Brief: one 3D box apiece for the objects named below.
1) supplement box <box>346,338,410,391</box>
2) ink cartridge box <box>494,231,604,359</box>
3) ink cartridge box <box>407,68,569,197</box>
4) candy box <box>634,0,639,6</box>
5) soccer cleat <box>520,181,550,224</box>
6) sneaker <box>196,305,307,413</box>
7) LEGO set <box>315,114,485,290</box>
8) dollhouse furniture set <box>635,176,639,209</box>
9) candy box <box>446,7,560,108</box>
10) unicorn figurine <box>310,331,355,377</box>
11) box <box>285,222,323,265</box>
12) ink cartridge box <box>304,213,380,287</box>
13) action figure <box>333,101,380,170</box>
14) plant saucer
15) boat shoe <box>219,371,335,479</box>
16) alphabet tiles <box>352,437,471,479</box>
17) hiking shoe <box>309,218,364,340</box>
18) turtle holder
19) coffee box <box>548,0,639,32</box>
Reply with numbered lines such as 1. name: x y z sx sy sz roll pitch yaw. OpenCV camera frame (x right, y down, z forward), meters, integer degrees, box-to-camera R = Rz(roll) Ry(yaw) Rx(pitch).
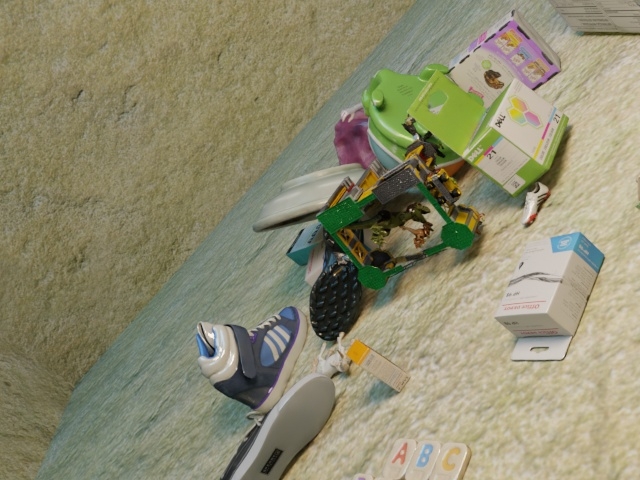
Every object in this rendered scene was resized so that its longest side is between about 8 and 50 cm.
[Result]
1. supplement box: 0.100 0.217 1.181 0.036 0.098 0.062 -55 19 -4
2. ink cartridge box: 0.323 0.081 0.976 0.104 0.060 0.180 -18 36 59
3. ink cartridge box: 0.311 -0.229 1.254 0.097 0.255 0.189 -50 4 48
4. candy box: 0.534 -0.228 0.741 0.122 0.268 0.317 -50 17 11
5. soccer cleat: 0.372 -0.066 1.194 0.083 0.035 0.029 -53 18 -10
6. sneaker: -0.171 0.224 1.598 0.130 0.236 0.322 -36 23 37
7. LEGO set: 0.168 -0.071 1.357 0.331 0.255 0.192 -40 10 41
8. dollhouse furniture set: 0.473 -0.082 0.914 0.058 0.076 0.151 -34 23 44
9. candy box: 0.415 -0.398 1.549 0.196 0.165 0.070 -35 22 39
10. unicorn figurine: 0.032 0.241 1.386 0.162 0.060 0.111 -58 10 37
11. box: 0.000 0.000 1.929 0.244 0.060 0.100 -20 34 58
12. ink cartridge box: 0.056 0.032 1.693 0.191 0.082 0.139 -39 22 26
13. action figure: 0.195 -0.292 1.911 0.276 0.248 0.370 -30 10 -32
14. plant saucer: 0.013 -0.117 1.704 0.401 0.100 0.400 -16 -1 0
15. boat shoe: -0.089 0.374 1.306 0.306 0.113 0.105 -59 32 1
16. alphabet tiles: 0.101 0.401 0.937 0.284 0.021 0.278 -22 33 57
17. hiking shoe: 0.053 0.075 1.521 0.132 0.113 0.304 24 -104 -74
18. turtle holder: 0.202 -0.258 1.570 0.243 0.320 0.227 -53 -22 -34
19. coffee box: 0.598 -0.637 1.306 0.337 0.334 0.338 -47 20 6
